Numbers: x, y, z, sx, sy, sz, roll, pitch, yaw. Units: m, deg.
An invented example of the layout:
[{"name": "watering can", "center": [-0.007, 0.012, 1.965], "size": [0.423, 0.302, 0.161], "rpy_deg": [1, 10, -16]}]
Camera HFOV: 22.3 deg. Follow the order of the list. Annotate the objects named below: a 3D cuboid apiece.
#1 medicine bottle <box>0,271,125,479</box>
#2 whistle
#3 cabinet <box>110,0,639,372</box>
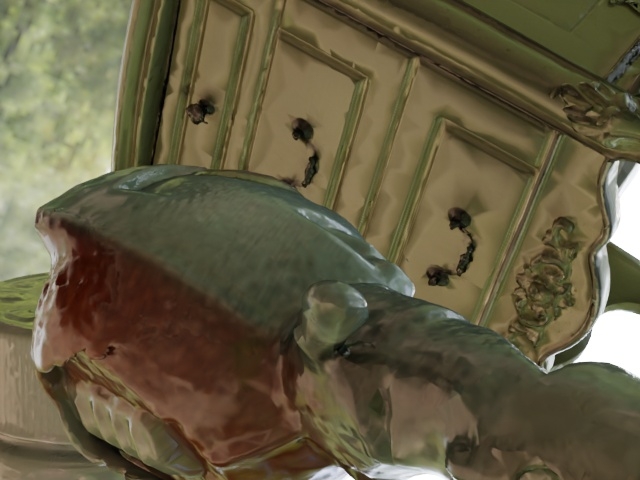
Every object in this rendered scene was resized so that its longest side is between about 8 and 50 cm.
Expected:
[{"name": "medicine bottle", "center": [-0.133, 0.191, 1.074], "size": [0.190, 0.190, 0.332], "rpy_deg": [-135, -140, -71]}, {"name": "whistle", "center": [0.000, 0.049, 0.578], "size": [0.134, 0.142, 0.346], "rpy_deg": [-33, -152, -28]}, {"name": "cabinet", "center": [0.072, -0.074, 0.937], "size": [0.227, 0.318, 0.290], "rpy_deg": [-46, 161, -41]}]
